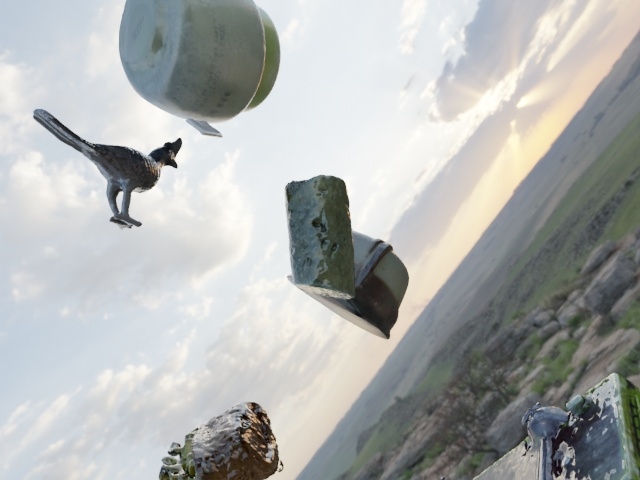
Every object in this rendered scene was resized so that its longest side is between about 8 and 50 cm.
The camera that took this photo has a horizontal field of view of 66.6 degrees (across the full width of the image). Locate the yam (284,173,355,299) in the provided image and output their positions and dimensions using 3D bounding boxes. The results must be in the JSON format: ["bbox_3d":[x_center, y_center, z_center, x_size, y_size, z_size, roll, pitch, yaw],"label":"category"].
[{"bbox_3d":[0.000,0.000,0.783,0.107,0.107,0.194,70,-165,-73],"label":"yam"}]

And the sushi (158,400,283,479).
[{"bbox_3d":[-0.181,0.412,0.934,0.179,0.167,0.296,-40,9,1],"label":"sushi"}]

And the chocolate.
[{"bbox_3d":[0.081,0.080,1.123,0.186,0.283,0.283,-59,-13,-10],"label":"chocolate"}]

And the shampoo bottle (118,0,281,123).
[{"bbox_3d":[-0.274,-0.431,1.109,0.317,0.322,0.322,-15,-39,-50],"label":"shampoo bottle"}]

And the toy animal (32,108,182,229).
[{"bbox_3d":[-0.389,-0.123,0.956,0.367,0.081,0.206,-9,-82,-69],"label":"toy animal"}]

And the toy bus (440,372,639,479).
[{"bbox_3d":[0.172,0.243,0.379,0.113,0.139,0.302,-47,-11,-53],"label":"toy bus"}]

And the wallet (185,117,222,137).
[{"bbox_3d":[-0.206,-0.199,0.870,0.011,0.044,0.083,-52,-3,14],"label":"wallet"}]
